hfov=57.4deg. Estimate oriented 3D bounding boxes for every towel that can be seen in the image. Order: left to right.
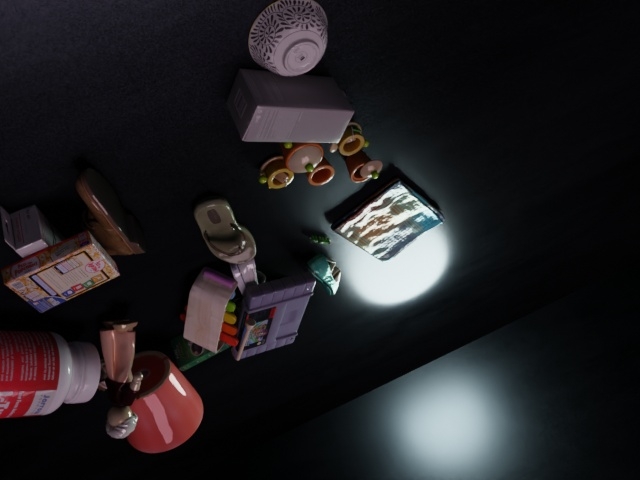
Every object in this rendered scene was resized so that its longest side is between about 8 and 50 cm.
[{"bbox_3d":[0.229,-0.054,1.897,0.271,0.040,0.370,-38,147,17],"label":"towel"}]

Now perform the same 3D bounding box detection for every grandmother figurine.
[{"bbox_3d":[-0.587,0.403,1.705,0.104,0.342,0.208,-2,-178,-34],"label":"grandmother figurine"}]

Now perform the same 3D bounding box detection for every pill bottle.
[{"bbox_3d":[-0.815,0.351,1.544,0.408,0.229,0.229,12,133,-46],"label":"pill bottle"}]

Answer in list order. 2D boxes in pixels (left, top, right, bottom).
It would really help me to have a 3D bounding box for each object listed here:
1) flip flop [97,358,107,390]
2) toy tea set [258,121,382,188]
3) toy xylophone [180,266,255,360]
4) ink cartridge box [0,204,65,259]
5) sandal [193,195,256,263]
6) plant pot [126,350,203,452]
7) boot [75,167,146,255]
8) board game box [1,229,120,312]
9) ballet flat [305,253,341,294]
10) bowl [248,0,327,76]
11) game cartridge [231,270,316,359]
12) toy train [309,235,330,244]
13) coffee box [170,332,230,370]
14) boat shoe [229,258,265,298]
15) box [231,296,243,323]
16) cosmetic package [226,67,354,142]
[{"bbox_3d":[-0.696,0.459,1.939,0.112,0.080,0.277,-33,149,11],"label":"flip flop"},{"bbox_3d":[0.022,-0.188,1.456,0.336,0.124,0.200,-9,145,-27],"label":"toy tea set"},{"bbox_3d":[-0.311,0.240,1.772,0.322,0.236,0.081,-60,179,42],"label":"toy xylophone"},{"bbox_3d":[-0.619,-0.001,1.280,0.060,0.104,0.180,-23,149,-7],"label":"ink cartridge box"},{"bbox_3d":[-0.255,-0.007,1.560,0.120,0.086,0.302,-26,149,0],"label":"sandal"},{"bbox_3d":[-0.546,0.510,1.911,0.275,0.275,0.243,-19,129,-11],"label":"plant pot"},{"bbox_3d":[-0.496,-0.045,1.316,0.115,0.112,0.305,-12,150,-3],"label":"boot"},{"bbox_3d":[-0.564,0.071,1.285,0.194,0.045,0.146,-26,149,-9],"label":"board game box"},{"bbox_3d":[0.026,0.113,1.962,0.087,0.083,0.247,-41,151,-3],"label":"ballet flat"},{"bbox_3d":[-0.049,-0.383,1.155,0.170,0.080,0.170,-20,149,-13],"label":"bowl"},{"bbox_3d":[-0.158,0.250,1.873,0.230,0.068,0.355,-17,145,-31],"label":"game cartridge"},{"bbox_3d":[0.000,0.000,1.822,0.083,0.023,0.017,8,135,-43],"label":"toy train"},{"bbox_3d":[-0.403,0.345,1.958,0.184,0.113,0.040,-29,152,2],"label":"coffee box"},{"bbox_3d":[-0.206,0.133,1.801,0.084,0.095,0.258,-20,150,-3],"label":"boat shoe"},{"bbox_3d":[-0.178,0.211,1.947,0.232,0.087,0.058,-16,147,-14],"label":"box"},{"bbox_3d":[-0.063,-0.284,1.251,0.238,0.127,0.107,-1,140,-33],"label":"cosmetic package"}]
